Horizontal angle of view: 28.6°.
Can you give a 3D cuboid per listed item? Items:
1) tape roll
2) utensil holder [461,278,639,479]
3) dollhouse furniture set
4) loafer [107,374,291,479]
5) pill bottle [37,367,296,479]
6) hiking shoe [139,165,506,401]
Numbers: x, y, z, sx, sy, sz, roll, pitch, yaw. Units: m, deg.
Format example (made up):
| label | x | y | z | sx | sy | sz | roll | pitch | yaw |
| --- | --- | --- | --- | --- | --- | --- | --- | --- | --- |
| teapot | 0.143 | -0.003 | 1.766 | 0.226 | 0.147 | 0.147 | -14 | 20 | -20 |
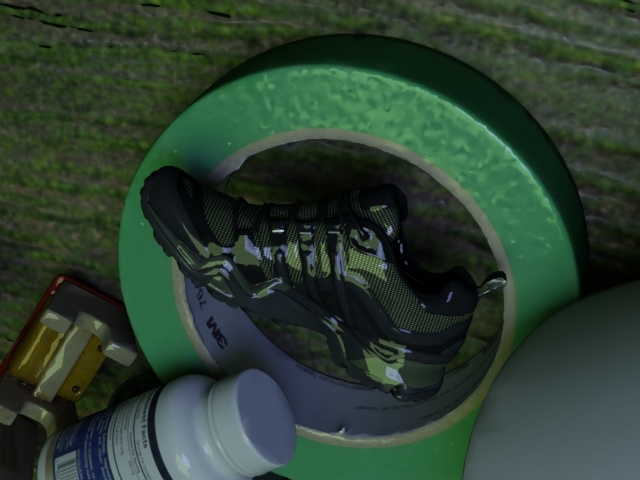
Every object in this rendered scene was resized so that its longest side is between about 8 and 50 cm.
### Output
| label | x | y | z | sx | sy | sz | roll | pitch | yaw |
| --- | --- | --- | --- | --- | --- | --- | --- | --- | --- |
| tape roll | 0.021 | 0.023 | 0.870 | 0.321 | 0.077 | 0.321 | 7 | 117 | 14 |
| utensil holder | 0.297 | 0.142 | 0.622 | 0.327 | 0.327 | 0.385 | 50 | 155 | -9 |
| dollhouse furniture set | -0.326 | 0.157 | 0.993 | 0.201 | 0.152 | 0.374 | 30 | 103 | -20 |
| loafer | -0.049 | 0.199 | 0.978 | 0.267 | 0.096 | 0.084 | 31 | 139 | 9 |
| pill bottle | -0.104 | 0.148 | 0.870 | 0.169 | 0.094 | 0.094 | -24 | 105 | 25 |
| hiking shoe | 0.000 | 0.000 | 0.787 | 0.227 | 0.086 | 0.114 | 31 | 106 | -5 |
